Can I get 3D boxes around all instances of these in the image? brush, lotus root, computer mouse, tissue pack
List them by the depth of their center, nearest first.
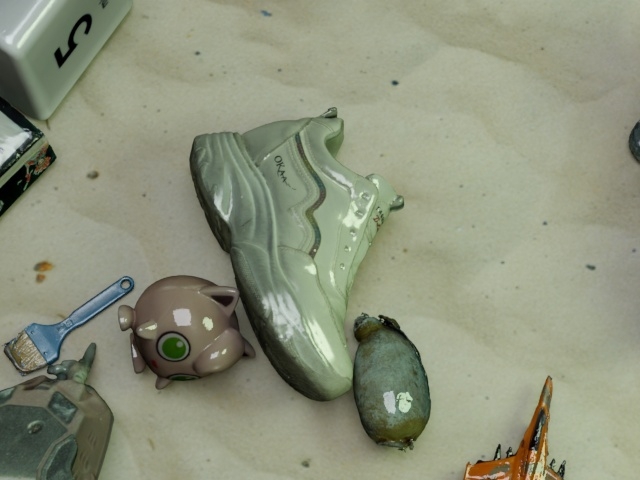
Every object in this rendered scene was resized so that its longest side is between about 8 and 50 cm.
[{"bbox_3d":[-0.323,0.255,1.589,0.199,0.115,0.389,7,40,19],"label":"computer mouse"},{"bbox_3d":[0.075,0.150,1.656,0.088,0.088,0.165,-7,61,-2],"label":"lotus root"},{"bbox_3d":[-0.278,0.091,1.714,0.164,0.014,0.051,-36,75,-12],"label":"brush"},{"bbox_3d":[-0.396,-0.075,1.734,0.103,0.090,0.170,39,73,13],"label":"tissue pack"}]

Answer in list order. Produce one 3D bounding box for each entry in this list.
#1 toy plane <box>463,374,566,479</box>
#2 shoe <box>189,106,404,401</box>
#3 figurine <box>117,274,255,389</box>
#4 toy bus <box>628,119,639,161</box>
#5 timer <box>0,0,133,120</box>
[{"bbox_3d":[0.225,0.237,1.638,0.135,0.062,0.188,14,57,6],"label":"toy plane"},{"bbox_3d":[0.000,0.000,1.677,0.210,0.132,0.342,-21,65,-7],"label":"shoe"},{"bbox_3d":[-0.145,0.098,1.651,0.138,0.125,0.125,-3,70,4],"label":"figurine"},{"bbox_3d":[0.468,-0.055,1.674,0.201,0.177,0.365,-1,69,-6],"label":"toy bus"},{"bbox_3d":[-0.352,-0.287,1.754,0.192,0.194,0.195,30,72,11],"label":"timer"}]
